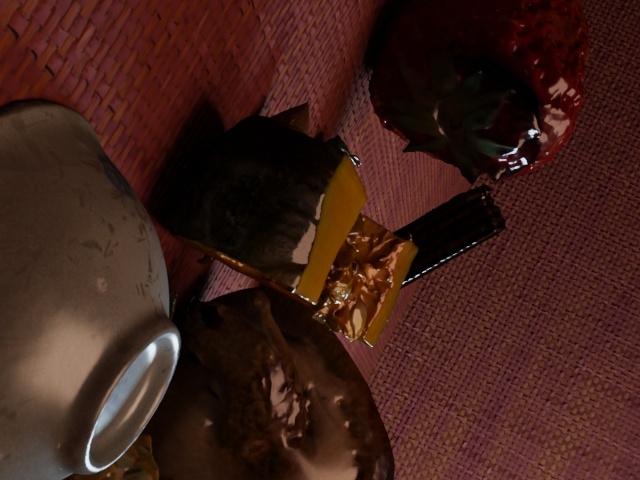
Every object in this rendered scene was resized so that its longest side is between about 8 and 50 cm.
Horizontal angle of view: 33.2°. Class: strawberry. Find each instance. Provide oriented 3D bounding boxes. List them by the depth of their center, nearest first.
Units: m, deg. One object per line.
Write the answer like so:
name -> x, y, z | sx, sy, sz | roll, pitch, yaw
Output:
strawberry -> 0.231, -0.231, 1.471 | 0.310, 0.292, 0.292 | -35, 152, -46

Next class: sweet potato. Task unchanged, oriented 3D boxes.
sweet potato -> -0.074, -0.064, 1.124 | 0.068, 0.060, 0.206 | 33, 81, -41

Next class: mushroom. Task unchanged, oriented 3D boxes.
mushroom -> -0.082, 0.222, 1.160 | 0.345, 0.345, 0.259 | -59, -176, -18

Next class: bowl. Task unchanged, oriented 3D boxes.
bowl -> -0.185, 0.074, 0.731 | 0.313, 0.146, 0.313 | -59, 167, -23

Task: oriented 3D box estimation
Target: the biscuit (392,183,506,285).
biscuit -> 0.078, 0.045, 1.475 | 0.388, 0.073, 0.107 | -31, 174, 15

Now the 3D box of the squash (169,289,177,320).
squash -> -0.213, 0.184, 1.022 | 0.318, 0.071, 0.080 | -61, -172, 4

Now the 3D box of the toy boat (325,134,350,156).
toy boat -> 0.011, -0.080, 1.422 | 0.061, 0.060, 0.137 | -82, -171, -46

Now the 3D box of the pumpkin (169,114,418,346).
pumpkin -> 0.001, -0.001, 1.028 | 0.139, 0.280, 0.190 | -65, -160, -9

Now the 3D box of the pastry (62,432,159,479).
pastry -> -0.240, 0.242, 0.899 | 0.250, 0.154, 0.102 | -52, 140, 11
